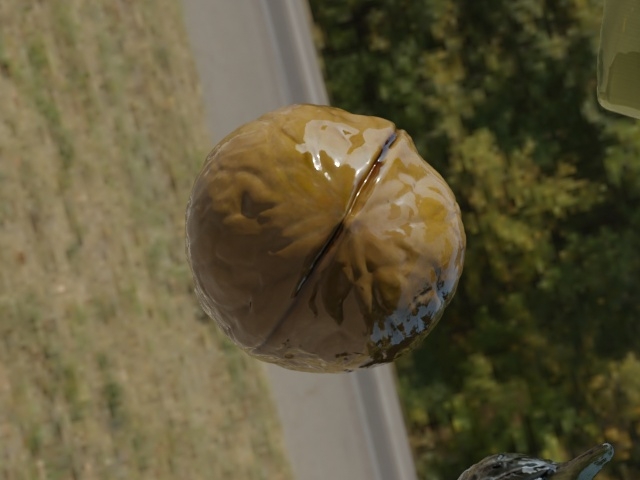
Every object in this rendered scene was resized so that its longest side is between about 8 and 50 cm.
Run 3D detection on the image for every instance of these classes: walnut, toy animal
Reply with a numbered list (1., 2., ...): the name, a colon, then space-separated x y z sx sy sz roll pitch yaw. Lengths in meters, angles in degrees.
1. walnut: 0.000 0.000 0.953 0.207 0.167 0.167 150 -73 -78
2. toy animal: 0.136 0.171 1.057 0.137 0.098 0.098 -61 -172 15

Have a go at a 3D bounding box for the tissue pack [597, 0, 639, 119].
1. tissue pack: 0.301 -0.112 0.918 0.159 0.234 0.125 -14 114 -45
